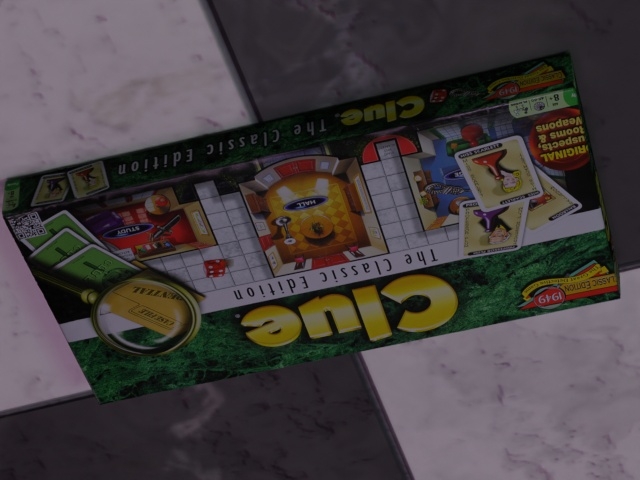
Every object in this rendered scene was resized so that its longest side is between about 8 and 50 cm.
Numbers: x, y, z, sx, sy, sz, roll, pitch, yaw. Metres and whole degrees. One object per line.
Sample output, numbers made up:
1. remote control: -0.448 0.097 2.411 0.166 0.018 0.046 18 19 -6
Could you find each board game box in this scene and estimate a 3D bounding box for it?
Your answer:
1. board game box: 0.000 0.000 0.916 0.260 0.030 0.136 -13 135 9
